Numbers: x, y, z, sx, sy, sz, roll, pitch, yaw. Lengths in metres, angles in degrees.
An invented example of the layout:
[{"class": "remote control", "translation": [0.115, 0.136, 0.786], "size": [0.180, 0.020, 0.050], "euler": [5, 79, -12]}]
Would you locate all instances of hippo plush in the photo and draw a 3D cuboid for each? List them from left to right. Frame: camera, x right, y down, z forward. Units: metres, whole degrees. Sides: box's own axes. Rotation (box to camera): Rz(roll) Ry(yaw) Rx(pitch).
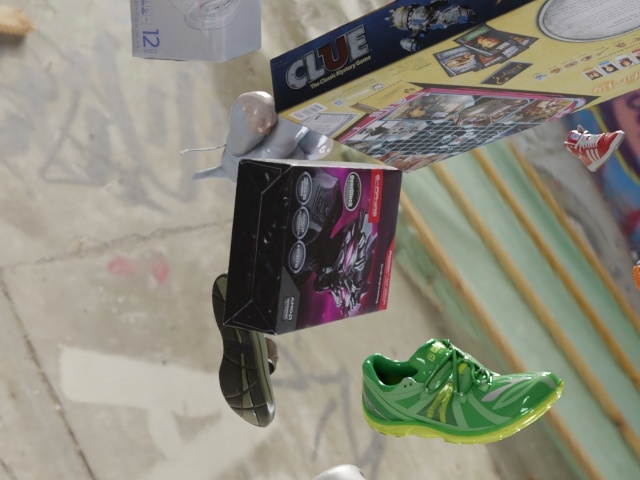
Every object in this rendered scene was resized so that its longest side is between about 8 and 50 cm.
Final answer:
[{"class": "hippo plush", "translation": [-0.065, -0.103, 1.839], "size": [0.234, 0.294, 0.237], "euler": [73, -4, -69]}]

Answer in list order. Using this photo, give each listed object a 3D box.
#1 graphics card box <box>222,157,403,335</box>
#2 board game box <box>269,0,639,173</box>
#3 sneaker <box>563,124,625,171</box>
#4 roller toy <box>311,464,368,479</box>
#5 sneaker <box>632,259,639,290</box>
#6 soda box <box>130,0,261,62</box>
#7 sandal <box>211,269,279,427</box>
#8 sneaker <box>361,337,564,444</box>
[{"class": "graphics card box", "translation": [0.000, 0.000, 1.607], "size": [0.371, 0.094, 0.233], "euler": [-3, 101, -62]}, {"class": "board game box", "translation": [0.113, -0.118, 0.716], "size": [0.165, 0.243, 0.042], "euler": [19, 58, -52]}, {"class": "sneaker", "translation": [0.395, -0.144, 1.608], "size": [0.067, 0.042, 0.118], "euler": [41, -17, 5]}, {"class": "roller toy", "translation": [0.033, 0.441, 1.629], "size": [0.146, 0.209, 0.191], "euler": [39, 31, 29]}, {"class": "sneaker", "translation": [0.618, 0.034, 1.794], "size": [0.083, 0.221, 0.087], "euler": [66, -18, -3]}, {"class": "soda box", "translation": [-0.107, -0.301, 0.948], "size": [0.098, 0.091, 0.286], "euler": [-41, 135, -66]}, {"class": "sandal", "translation": [-0.113, 0.188, 1.903], "size": [0.086, 0.120, 0.303], "euler": [-25, 120, -42]}, {"class": "sneaker", "translation": [0.170, 0.193, 1.449], "size": [0.109, 0.295, 0.124], "euler": [-35, 113, -52]}]
